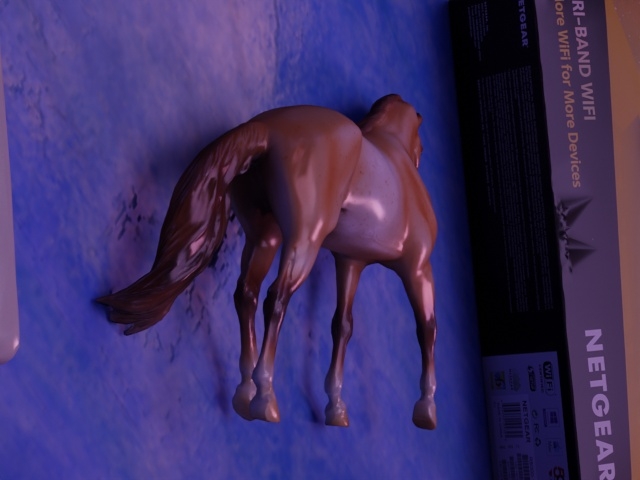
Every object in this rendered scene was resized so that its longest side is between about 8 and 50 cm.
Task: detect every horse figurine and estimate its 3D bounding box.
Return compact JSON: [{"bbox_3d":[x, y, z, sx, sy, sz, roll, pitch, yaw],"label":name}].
[{"bbox_3d":[0.000,0.000,0.874,0.263,0.066,0.174,12,79,-60],"label":"horse figurine"}]

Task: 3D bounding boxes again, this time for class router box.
[{"bbox_3d":[0.206,0.002,1.112,0.243,0.081,0.308,-3,86,-35],"label":"router box"}]

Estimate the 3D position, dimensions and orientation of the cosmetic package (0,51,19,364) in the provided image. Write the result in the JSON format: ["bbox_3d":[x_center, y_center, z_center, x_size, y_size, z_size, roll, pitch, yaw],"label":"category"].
[{"bbox_3d":[-0.225,-0.039,0.402,0.309,0.113,0.160,1,82,-44],"label":"cosmetic package"}]
